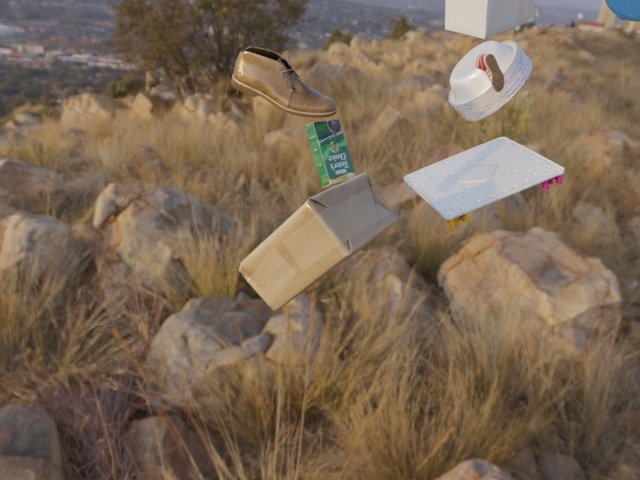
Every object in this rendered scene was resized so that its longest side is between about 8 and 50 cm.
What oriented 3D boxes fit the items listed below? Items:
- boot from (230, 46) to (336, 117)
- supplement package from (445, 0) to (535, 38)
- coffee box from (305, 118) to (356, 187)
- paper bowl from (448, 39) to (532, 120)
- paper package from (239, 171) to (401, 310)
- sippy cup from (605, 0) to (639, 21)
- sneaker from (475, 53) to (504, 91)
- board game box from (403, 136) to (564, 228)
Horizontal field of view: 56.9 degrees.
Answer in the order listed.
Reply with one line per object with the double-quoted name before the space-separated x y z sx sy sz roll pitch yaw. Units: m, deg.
"boot" -0.092 -0.425 1.601 0.305 0.115 0.112 22 36 1
"supplement package" 0.458 -0.673 1.586 0.203 0.194 0.149 -27 40 -26
"coffee box" 0.031 -0.252 1.698 0.113 0.184 0.040 -17 2 -42
"paper bowl" 0.554 -0.556 2.000 0.148 0.284 0.284 39 15 -22
"paper package" 0.000 0.000 1.575 0.168 0.325 0.309 53 38 4
"sippy cup" 0.864 -0.691 1.525 0.224 0.305 0.240 -39 87 -15
"sneaker" 0.495 -0.492 1.727 0.042 0.118 0.067 -30 25 -4
"board game box" 0.514 -0.198 1.919 0.390 0.050 0.390 -22 27 -3
